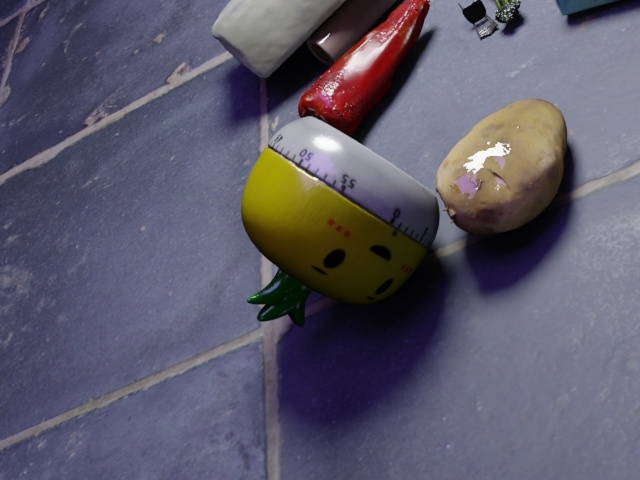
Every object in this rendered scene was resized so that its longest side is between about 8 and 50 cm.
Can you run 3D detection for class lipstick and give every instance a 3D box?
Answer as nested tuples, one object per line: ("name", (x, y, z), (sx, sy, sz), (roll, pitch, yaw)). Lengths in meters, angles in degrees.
("lipstick", (0.083, -0.430, 1.833), (0.254, 0.070, 0.070), (-48, 39, -10))

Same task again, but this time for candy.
("candy", (-0.037, -0.461, 1.825), (0.358, 0.145, 0.208), (-43, 15, 14))

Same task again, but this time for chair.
("chair", (0.258, -0.374, 1.658), (0.037, 0.042, 0.086), (-35, 38, 12))

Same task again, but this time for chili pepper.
("chili pepper", (0.064, -0.266, 1.660), (0.110, 0.110, 0.387), (18, 61, 47))

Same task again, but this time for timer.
("timer", (0.000, 0.000, 1.346), (0.285, 0.285, 0.285), (-22, 41, 21))

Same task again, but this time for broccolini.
("broccolini", (0.282, -0.414, 1.666), (0.054, 0.052, 0.194), (-45, 43, 16))

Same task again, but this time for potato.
("potato", (0.243, -0.095, 1.342), (0.161, 0.128, 0.235), (2, 48, 21))

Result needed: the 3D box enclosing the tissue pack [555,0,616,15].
("tissue pack", (0.483, -0.448, 1.513), (0.263, 0.089, 0.177), (-13, 44, 34))
